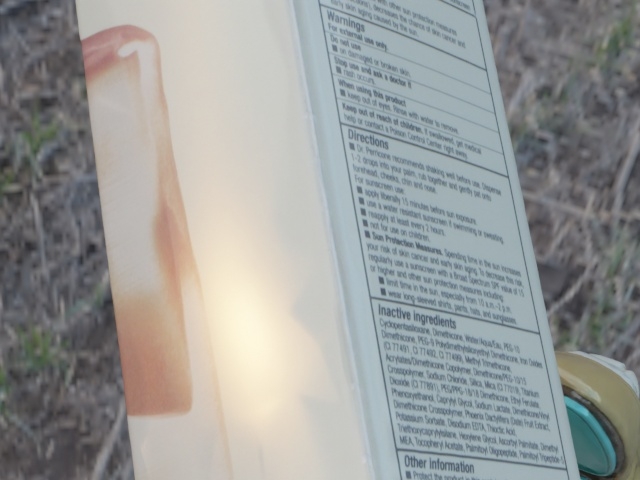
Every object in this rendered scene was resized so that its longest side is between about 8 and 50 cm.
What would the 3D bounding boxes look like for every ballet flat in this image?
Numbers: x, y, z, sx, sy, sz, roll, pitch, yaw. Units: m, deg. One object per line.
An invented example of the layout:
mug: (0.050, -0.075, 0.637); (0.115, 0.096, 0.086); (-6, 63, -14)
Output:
ballet flat: (0.144, 0.101, 1.015); (0.080, 0.232, 0.073); (22, 67, 20)

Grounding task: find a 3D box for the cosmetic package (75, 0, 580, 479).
cosmetic package: (0.000, 0.000, 0.781); (0.153, 0.129, 0.296); (15, 60, -48)
